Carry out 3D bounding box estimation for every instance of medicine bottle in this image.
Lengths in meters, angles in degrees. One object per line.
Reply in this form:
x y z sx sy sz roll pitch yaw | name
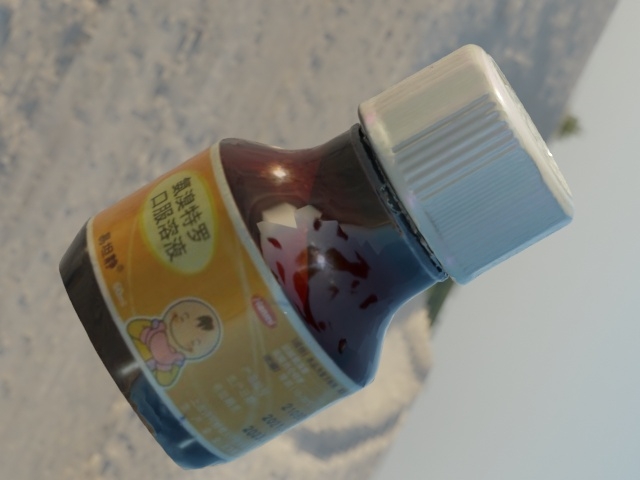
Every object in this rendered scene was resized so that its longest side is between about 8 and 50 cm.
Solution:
0.000 0.000 1.589 0.395 0.242 0.242 -33 178 6 | medicine bottle
